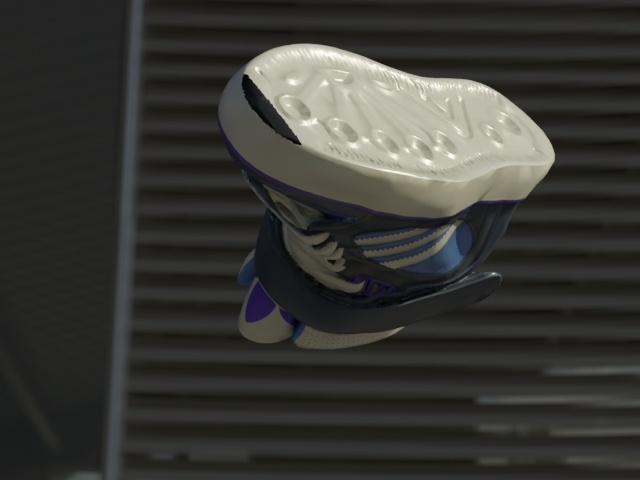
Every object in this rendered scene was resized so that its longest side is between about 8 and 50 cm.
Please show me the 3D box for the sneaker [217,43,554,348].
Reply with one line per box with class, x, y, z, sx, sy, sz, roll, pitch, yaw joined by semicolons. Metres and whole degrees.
sneaker;0.000;0.000;1.180;0.236;0.130;0.323;-49;-26;26
